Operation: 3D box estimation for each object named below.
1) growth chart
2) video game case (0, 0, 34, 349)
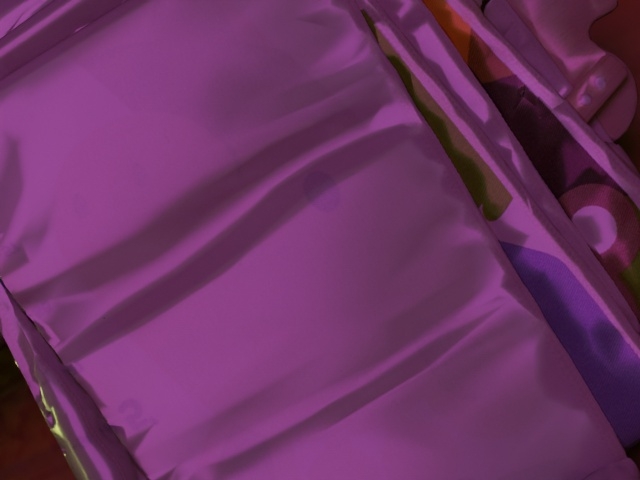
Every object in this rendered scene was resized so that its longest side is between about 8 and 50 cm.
[{"bbox_3d":[0.000,0.000,0.452,0.172,0.021,0.237,-24,75,-5],"label":"growth chart"},{"bbox_3d":[-0.105,-0.069,0.496,0.201,0.023,0.183,-39,85,-7],"label":"video game case"}]
